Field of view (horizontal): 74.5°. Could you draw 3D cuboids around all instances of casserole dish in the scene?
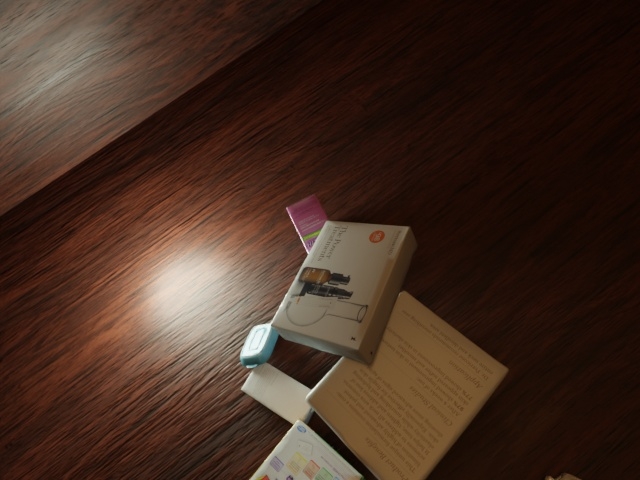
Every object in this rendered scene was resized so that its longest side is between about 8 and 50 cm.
[{"bbox_3d":[-0.207,0.344,1.415,0.114,0.037,0.188,-14,28,22],"label":"casserole dish"}]

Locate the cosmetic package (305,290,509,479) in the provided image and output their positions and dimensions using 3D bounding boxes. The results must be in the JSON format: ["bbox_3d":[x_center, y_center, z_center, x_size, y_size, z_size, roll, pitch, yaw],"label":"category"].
[{"bbox_3d":[0.234,0.422,1.150,0.394,0.327,0.329,-45,61,-11],"label":"cosmetic package"}]

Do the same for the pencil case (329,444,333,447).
[{"bbox_3d":[0.017,0.702,1.202,0.086,0.088,0.206,-36,52,37],"label":"pencil case"}]

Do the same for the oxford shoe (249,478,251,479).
[{"bbox_3d":[-0.080,0.809,1.138,0.146,0.140,0.397,-37,62,-13],"label":"oxford shoe"}]

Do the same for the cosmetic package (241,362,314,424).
[{"bbox_3d":[-0.124,0.489,1.345,0.231,0.085,0.117,25,71,22],"label":"cosmetic package"}]

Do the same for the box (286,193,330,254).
[{"bbox_3d":[0.000,0.000,1.492,0.117,0.213,0.243,-27,61,-1],"label":"box"}]

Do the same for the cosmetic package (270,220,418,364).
[{"bbox_3d":[0.071,0.121,1.165,0.285,0.097,0.377,7,56,34],"label":"cosmetic package"}]

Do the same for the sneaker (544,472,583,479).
[{"bbox_3d":[0.661,0.635,1.089,0.152,0.053,0.061,-9,59,10],"label":"sneaker"}]

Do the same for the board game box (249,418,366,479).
[{"bbox_3d":[-0.071,0.683,1.116,0.242,0.064,0.316,30,64,34],"label":"board game box"}]
